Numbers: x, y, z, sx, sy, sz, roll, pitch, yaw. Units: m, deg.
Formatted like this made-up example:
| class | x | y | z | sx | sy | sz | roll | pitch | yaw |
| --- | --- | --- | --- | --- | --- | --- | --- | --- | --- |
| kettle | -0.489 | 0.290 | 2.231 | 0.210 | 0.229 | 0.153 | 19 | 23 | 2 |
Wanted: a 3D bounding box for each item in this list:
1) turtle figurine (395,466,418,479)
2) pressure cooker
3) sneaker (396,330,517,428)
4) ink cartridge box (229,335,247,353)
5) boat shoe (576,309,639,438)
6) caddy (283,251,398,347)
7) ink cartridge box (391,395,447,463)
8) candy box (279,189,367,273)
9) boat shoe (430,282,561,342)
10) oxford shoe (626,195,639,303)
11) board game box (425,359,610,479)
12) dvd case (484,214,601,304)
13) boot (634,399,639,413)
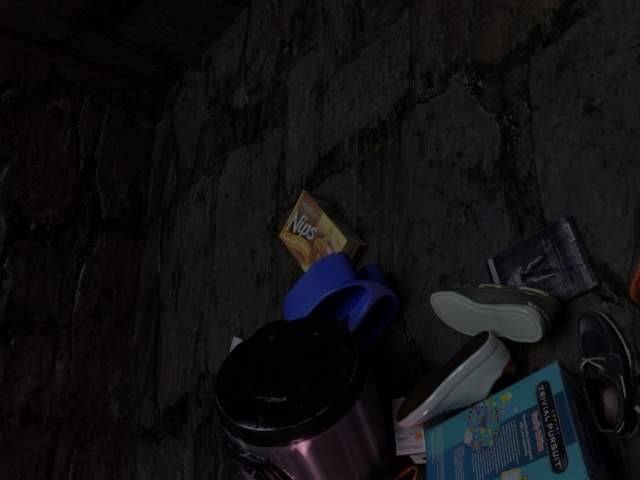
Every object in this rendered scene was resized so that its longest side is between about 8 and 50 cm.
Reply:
| class | x | y | z | sx | sy | sz | roll | pitch | yaw |
| --- | --- | --- | --- | --- | --- | --- | --- | --- | --- |
| turtle figurine | 0.260 | 0.568 | 1.232 | 0.269 | 0.087 | 0.217 | -16 | 32 | 33 |
| pressure cooker | -0.019 | 0.439 | 1.406 | 0.375 | 0.421 | 0.370 | -14 | 34 | 6 |
| sneaker | 0.288 | 0.325 | 1.239 | 0.290 | 0.123 | 0.106 | -45 | 7 | 21 |
| ink cartridge box | -0.152 | 0.376 | 1.810 | 0.237 | 0.171 | 0.100 | 10 | 85 | 54 |
| boat shoe | 0.509 | 0.234 | 1.062 | 0.084 | 0.079 | 0.233 | -31 | 52 | 46 |
| caddy | 0.049 | 0.195 | 1.557 | 0.341 | 0.241 | 0.179 | -50 | 36 | 30 |
| ink cartridge box | 0.230 | 0.432 | 1.347 | 0.092 | 0.089 | 0.143 | -29 | 55 | 44 |
| candy box | 0.000 | 0.000 | 1.819 | 0.183 | 0.087 | 0.316 | -61 | 37 | 19 |
| boat shoe | 0.362 | 0.142 | 1.251 | 0.305 | 0.091 | 0.109 | 3 | 123 | 58 |
| oxford shoe | 0.600 | -0.019 | 1.040 | 0.272 | 0.096 | 0.098 | -67 | 16 | 3 |
| board game box | 0.346 | 0.412 | 1.100 | 0.336 | 0.079 | 0.254 | -40 | 21 | 30 |
| dvd case | 0.457 | 0.069 | 1.240 | 0.221 | 0.018 | 0.165 | -38 | 50 | 39 |
| boot | 0.565 | 0.242 | 0.964 | 0.123 | 0.095 | 0.258 | -38 | 50 | 30 |
